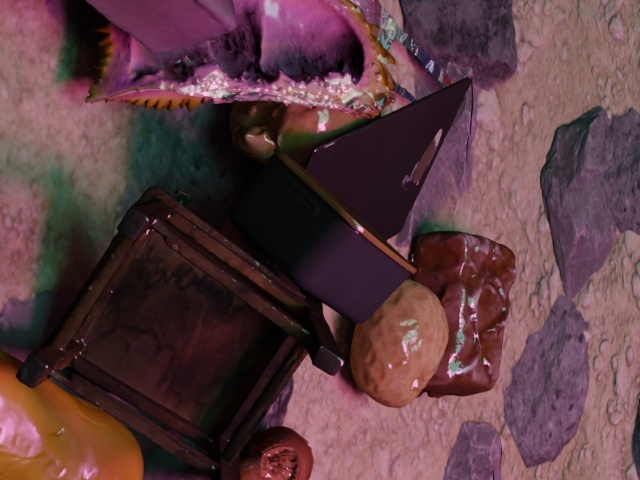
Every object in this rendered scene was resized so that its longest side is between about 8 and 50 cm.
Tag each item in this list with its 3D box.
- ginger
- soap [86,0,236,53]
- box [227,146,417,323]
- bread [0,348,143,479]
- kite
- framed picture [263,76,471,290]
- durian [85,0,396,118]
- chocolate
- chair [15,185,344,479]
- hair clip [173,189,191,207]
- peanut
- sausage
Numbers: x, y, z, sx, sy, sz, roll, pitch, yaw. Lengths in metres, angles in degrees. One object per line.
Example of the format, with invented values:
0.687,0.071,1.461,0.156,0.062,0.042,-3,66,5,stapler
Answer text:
-0.005,-0.141,2.068,0.267,0.138,0.152,6,91,-58,ginger
-0.187,-0.361,1.725,0.285,0.107,0.296,41,37,-64,soap
0.000,0.000,1.901,0.090,0.144,0.201,-48,155,4,box
-0.280,0.192,1.749,0.305,0.091,0.142,37,67,-46,bread
0.064,-0.219,2.251,0.360,0.022,0.204,34,66,-47,kite
0.045,-0.052,2.120,0.324,0.013,0.244,-29,150,-50,framed picture
-0.087,-0.208,1.916,0.341,0.112,0.191,0,67,-19,durian
0.179,0.100,2.351,0.148,0.093,0.214,15,79,-51,chocolate
-0.133,0.084,1.821,0.240,0.416,0.203,32,94,-7,chair
-0.182,0.019,1.917,0.049,0.049,0.173,49,55,-42,hair clip
0.096,0.124,2.225,0.140,0.109,0.159,22,72,-49,peanut
-0.055,0.249,1.938,0.326,0.087,0.079,-25,95,-83,sausage
